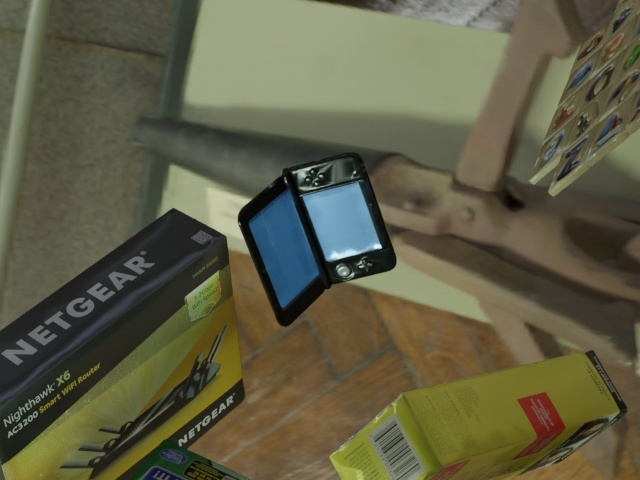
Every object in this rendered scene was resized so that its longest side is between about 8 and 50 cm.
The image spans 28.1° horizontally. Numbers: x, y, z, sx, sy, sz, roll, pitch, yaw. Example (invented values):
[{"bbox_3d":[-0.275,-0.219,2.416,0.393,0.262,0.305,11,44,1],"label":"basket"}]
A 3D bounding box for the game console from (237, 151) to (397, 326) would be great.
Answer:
[{"bbox_3d":[0.000,0.000,1.109,0.107,0.071,0.122,-14,118,12],"label":"game console"}]

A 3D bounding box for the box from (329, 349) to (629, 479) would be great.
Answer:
[{"bbox_3d":[0.118,0.134,0.902,0.087,0.232,0.058,-45,63,34],"label":"box"}]

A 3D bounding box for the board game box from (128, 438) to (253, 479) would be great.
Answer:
[{"bbox_3d":[-0.060,0.312,1.087,0.317,0.213,0.046,21,132,20],"label":"board game box"}]

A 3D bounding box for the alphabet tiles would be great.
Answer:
[{"bbox_3d":[0.314,-0.198,1.235,0.011,0.342,0.285,34,141,-9],"label":"alphabet tiles"}]

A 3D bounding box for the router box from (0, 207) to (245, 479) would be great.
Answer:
[{"bbox_3d":[-0.213,0.149,1.279,0.081,0.309,0.242,28,140,30],"label":"router box"}]
